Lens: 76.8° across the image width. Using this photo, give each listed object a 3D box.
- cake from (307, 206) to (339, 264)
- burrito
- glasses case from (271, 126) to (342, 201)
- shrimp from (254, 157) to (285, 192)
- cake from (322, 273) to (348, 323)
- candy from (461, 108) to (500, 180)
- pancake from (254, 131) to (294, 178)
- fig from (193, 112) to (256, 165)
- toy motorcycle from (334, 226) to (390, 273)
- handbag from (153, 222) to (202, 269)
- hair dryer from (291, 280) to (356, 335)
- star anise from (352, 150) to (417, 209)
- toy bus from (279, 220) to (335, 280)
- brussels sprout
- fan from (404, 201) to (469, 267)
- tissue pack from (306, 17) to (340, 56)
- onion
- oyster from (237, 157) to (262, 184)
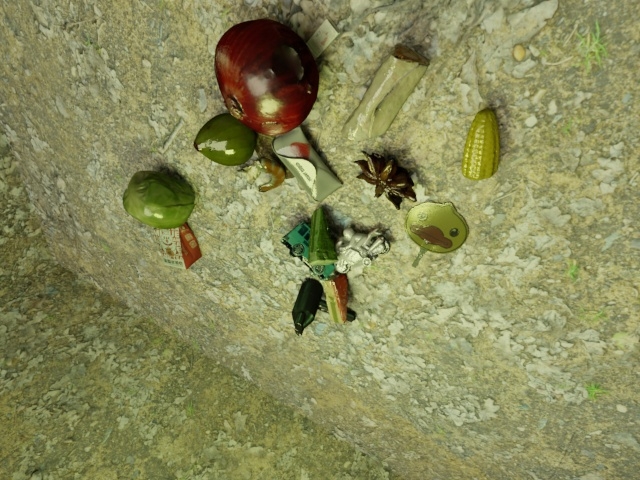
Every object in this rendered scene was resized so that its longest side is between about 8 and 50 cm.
[{"bbox_3d":[-0.014,-0.015,1.609,0.100,0.099,0.236,-32,70,60],"label":"cake"},{"bbox_3d":[0.186,-0.427,1.213,0.105,0.143,0.299,60,137,25],"label":"burrito"},{"bbox_3d":[-0.047,-0.272,1.495,0.128,0.083,0.308,-25,119,31],"label":"glasses case"},{"bbox_3d":[-0.223,-0.255,1.593,0.161,0.049,0.166,21,140,-37],"label":"shrimp"},{"bbox_3d":[0.083,0.250,1.822,0.086,0.116,0.221,0,114,40],"label":"cake"},{"bbox_3d":[0.470,-0.279,1.171,0.106,0.094,0.199,-5,123,4],"label":"candy"},{"bbox_3d":[-0.161,-0.349,1.567,0.249,0.031,0.250,19,135,19],"label":"pancake"},{"bbox_3d":[-0.369,-0.375,1.550,0.203,0.225,0.203,38,141,38],"label":"fig"},{"bbox_3d":[0.142,0.025,1.604,0.260,0.110,0.171,-28,95,29],"label":"toy motorcycle"},{"bbox_3d":[-0.767,-0.008,2.167,0.170,0.151,0.299,9,122,22],"label":"handbag"},{"bbox_3d":[0.018,0.350,1.887,0.302,0.245,0.116,20,141,-3],"label":"hair dryer"},{"bbox_3d":[0.231,-0.223,1.376,0.271,0.103,0.272,36,161,14],"label":"star anise"},{"bbox_3d":[-0.039,0.041,1.720,0.256,0.147,0.128,44,165,-4],"label":"toy bus"},{"bbox_3d":[-0.751,-0.188,1.907,0.327,0.328,0.247,38,103,1],"label":"brussels sprout"},{"bbox_3d":[0.404,-0.014,1.487,0.229,0.011,0.335,28,133,10],"label":"fan"},{"bbox_3d":[0.007,-0.623,1.242,0.056,0.023,0.108,50,135,-11],"label":"tissue pack"},{"bbox_3d":[-0.150,-0.498,1.242,0.340,0.341,0.342,18,132,20],"label":"onion"},{"bbox_3d":[-0.280,-0.286,1.677,0.199,0.061,0.106,7,147,45],"label":"oyster"}]
